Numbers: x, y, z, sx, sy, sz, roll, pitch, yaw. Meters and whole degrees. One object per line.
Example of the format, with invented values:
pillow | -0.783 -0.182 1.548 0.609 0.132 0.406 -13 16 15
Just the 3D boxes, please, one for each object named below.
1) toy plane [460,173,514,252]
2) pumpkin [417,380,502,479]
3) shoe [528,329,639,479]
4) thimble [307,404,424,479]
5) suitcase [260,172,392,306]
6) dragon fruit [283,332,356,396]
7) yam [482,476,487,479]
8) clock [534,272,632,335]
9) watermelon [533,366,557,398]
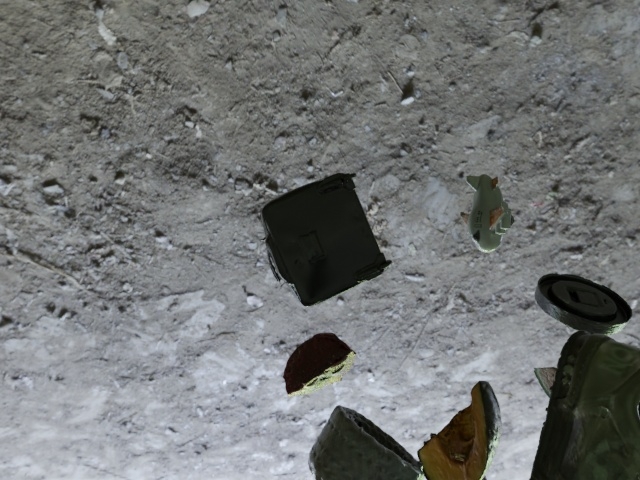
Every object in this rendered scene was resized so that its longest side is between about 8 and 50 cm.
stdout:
toy plane | 0.508 -0.085 1.280 0.117 0.245 0.245 2 126 -10
pumpkin | 0.413 0.536 1.084 0.148 0.169 0.312 11 117 -31
shoe | 0.329 0.253 0.442 0.109 0.149 0.293 14 82 -27
thimble | 0.100 0.513 0.938 0.245 0.217 0.157 33 83 8
suitcase | 0.000 0.000 1.246 0.339 0.188 0.345 -24 97 -12
dragon fruit | 0.003 0.429 1.427 0.262 0.134 0.211 -34 139 2
yam | 0.644 0.954 1.726 0.066 0.066 0.300 -29 89 13
clock | 0.858 0.204 1.358 0.280 0.281 0.056 1 119 -9
watermelon | 0.786 0.483 1.300 0.136 0.207 0.202 -25 129 17
